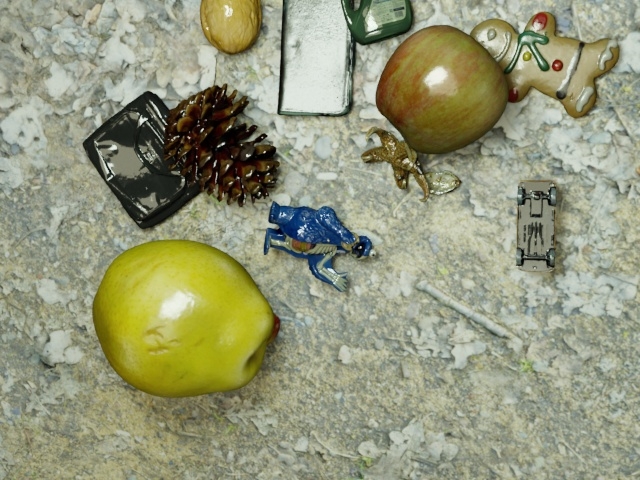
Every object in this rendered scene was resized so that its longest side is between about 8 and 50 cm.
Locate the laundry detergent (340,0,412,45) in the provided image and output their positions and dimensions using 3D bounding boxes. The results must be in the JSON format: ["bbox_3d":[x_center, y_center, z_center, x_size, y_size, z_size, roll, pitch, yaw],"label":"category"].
[{"bbox_3d":[0.108,-0.538,1.757,0.144,0.078,0.222,-17,97,1],"label":"laundry detergent"}]

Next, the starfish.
[{"bbox_3d":[0.173,-0.167,1.784,0.190,0.146,0.074,40,65,6],"label":"starfish"}]

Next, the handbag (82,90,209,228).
[{"bbox_3d":[-0.417,-0.191,1.974,0.244,0.088,0.275,-34,88,15],"label":"handbag"}]

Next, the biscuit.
[{"bbox_3d":[0.449,-0.374,1.714,0.301,0.049,0.197,24,103,11],"label":"biscuit"}]

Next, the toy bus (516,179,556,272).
[{"bbox_3d":[0.460,-0.032,1.750,0.083,0.088,0.195,2,98,16],"label":"toy bus"}]

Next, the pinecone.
[{"bbox_3d":[-0.212,-0.205,1.836,0.292,0.246,0.246,43,109,-12],"label":"pinecone"}]

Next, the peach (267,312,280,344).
[{"bbox_3d":[-0.128,0.217,1.983,0.050,0.077,0.083,27,62,14],"label":"peach"}]

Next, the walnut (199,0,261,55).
[{"bbox_3d":[-0.198,-0.500,1.822,0.144,0.144,0.180,12,111,13],"label":"walnut"}]

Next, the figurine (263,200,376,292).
[{"bbox_3d":[-0.003,-0.008,1.878,0.262,0.121,0.164,26,113,-8],"label":"figurine"}]

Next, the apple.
[{"bbox_3d":[0.241,-0.301,1.673,0.234,0.257,0.257,-40,88,3],"label":"apple"}]

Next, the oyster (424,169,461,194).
[{"bbox_3d":[0.270,-0.129,1.822,0.083,0.019,0.054,-2,98,18],"label":"oyster"}]

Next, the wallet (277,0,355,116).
[{"bbox_3d":[-0.008,-0.436,1.827,0.172,0.045,0.318,2,96,10],"label":"wallet"}]

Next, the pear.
[{"bbox_3d":[-0.312,0.179,1.865,0.418,0.362,0.363,20,105,12],"label":"pear"}]
